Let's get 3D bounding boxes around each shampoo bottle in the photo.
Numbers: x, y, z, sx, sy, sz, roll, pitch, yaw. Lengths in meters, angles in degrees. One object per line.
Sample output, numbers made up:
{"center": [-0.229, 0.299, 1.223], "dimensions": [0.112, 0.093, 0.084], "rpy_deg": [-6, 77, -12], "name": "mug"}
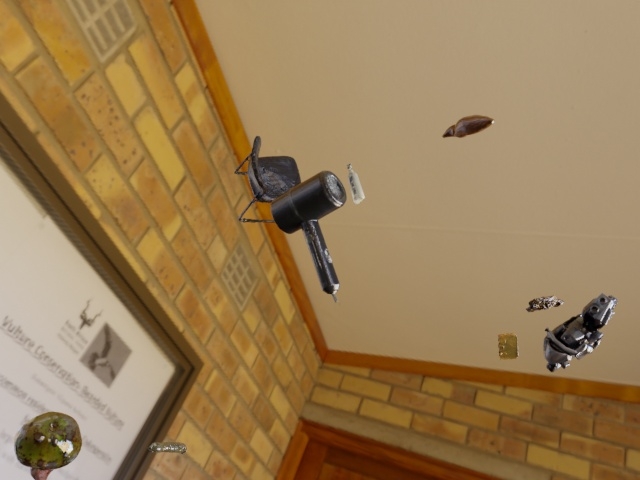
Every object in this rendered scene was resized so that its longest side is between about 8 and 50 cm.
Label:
{"center": [0.117, -0.199, 1.900], "dimensions": [0.034, 0.141, 0.049], "rpy_deg": [-10, -17, -20], "name": "shampoo bottle"}

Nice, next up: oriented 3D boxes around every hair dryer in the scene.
{"center": [0.000, 0.000, 0.938], "dimensions": [0.124, 0.219, 0.071], "rpy_deg": [-25, -18, 29], "name": "hair dryer"}

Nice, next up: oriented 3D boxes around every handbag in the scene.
{"center": [0.606, 0.342, 1.776], "dimensions": [0.061, 0.027, 0.083], "rpy_deg": [-6, -80, 5], "name": "handbag"}

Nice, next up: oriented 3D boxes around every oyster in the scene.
{"center": [0.786, 0.223, 1.927], "dimensions": [0.132, 0.029, 0.086], "rpy_deg": [-26, -41, 10], "name": "oyster"}

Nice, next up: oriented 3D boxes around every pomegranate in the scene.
{"center": [-0.602, 0.463, 1.207], "dimensions": [0.138, 0.163, 0.125], "rpy_deg": [12, -12, -25], "name": "pomegranate"}

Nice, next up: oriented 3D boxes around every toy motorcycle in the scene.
{"center": [0.704, 0.254, 1.504], "dimensions": [0.159, 0.270, 0.106], "rpy_deg": [18, 22, -48], "name": "toy motorcycle"}

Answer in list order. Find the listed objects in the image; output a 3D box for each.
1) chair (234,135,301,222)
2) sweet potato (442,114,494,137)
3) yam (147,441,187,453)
{"center": [-0.114, -0.143, 1.291], "dimensions": [0.145, 0.140, 0.221], "rpy_deg": [-3, -18, -18], "name": "chair"}
{"center": [0.412, -0.321, 1.540], "dimensions": [0.058, 0.055, 0.202], "rpy_deg": [58, -16, -11], "name": "sweet potato"}
{"center": [-0.365, 0.498, 1.316], "dimensions": [0.033, 0.027, 0.129], "rpy_deg": [16, -14, 22], "name": "yam"}
